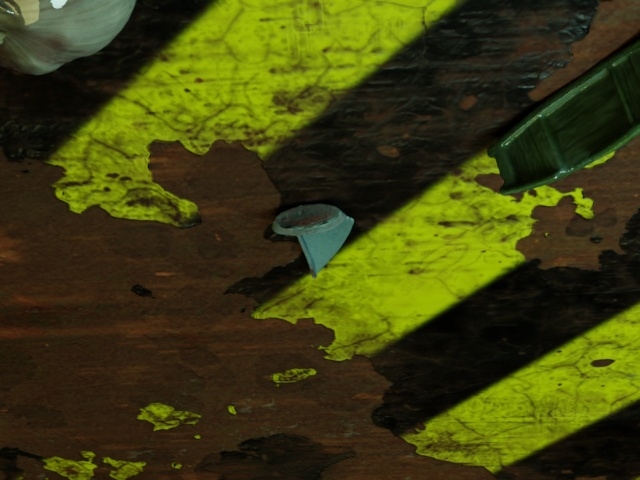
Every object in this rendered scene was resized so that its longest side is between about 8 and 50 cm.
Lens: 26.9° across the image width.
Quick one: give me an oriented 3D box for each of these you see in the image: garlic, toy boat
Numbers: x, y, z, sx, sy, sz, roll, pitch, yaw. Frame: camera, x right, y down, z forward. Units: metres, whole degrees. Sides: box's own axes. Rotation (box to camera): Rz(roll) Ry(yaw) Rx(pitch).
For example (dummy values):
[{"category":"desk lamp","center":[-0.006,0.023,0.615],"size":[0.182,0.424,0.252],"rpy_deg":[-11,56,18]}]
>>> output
[{"category":"garlic","center":[-0.274,-0.224,1.141],"size":[0.245,0.253,0.245],"rpy_deg":[-1,132,-1]},{"category":"toy boat","center":[0.297,-0.137,1.363],"size":[0.055,0.093,0.293],"rpy_deg":[11,143,-42]},{"category":"toy boat","center":[0.000,0.000,1.585],"size":[0.096,0.034,0.122],"rpy_deg":[-8,149,10]}]

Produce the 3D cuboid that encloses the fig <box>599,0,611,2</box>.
[{"category":"fig","center":[0.275,-0.257,1.192],"size":[0.133,0.126,0.184],"rpy_deg":[-19,135,2]}]
